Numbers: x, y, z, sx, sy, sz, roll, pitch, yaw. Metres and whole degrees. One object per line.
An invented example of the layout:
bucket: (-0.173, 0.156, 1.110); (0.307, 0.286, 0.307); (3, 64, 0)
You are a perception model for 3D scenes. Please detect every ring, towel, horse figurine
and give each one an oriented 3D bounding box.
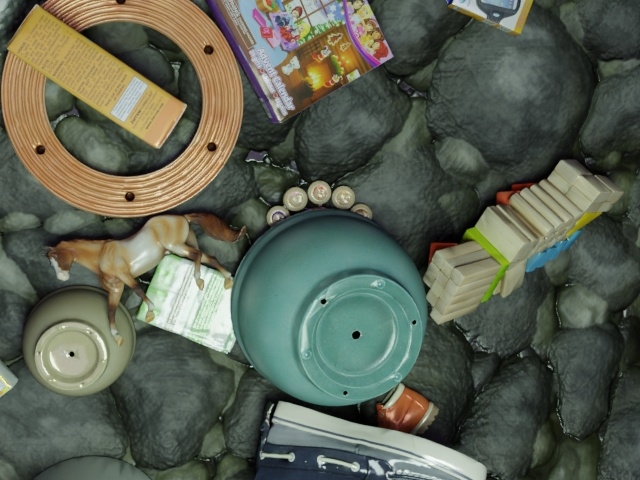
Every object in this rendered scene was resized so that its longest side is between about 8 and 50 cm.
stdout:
ring: (-0.279, -0.201, 1.140); (0.336, 0.032, 0.337); (-1, 96, -11)
towel: (-0.186, 0.093, 1.198); (0.152, 0.023, 0.113); (23, 90, -10)
horse figurine: (-0.237, 0.028, 1.130); (0.263, 0.066, 0.174); (-29, 64, -14)

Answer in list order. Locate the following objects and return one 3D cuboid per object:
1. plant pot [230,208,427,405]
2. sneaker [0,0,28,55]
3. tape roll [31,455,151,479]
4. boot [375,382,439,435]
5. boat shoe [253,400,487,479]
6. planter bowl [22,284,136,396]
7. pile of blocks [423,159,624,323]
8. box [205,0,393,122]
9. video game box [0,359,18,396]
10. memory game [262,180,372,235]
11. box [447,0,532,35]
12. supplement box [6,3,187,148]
plant pot: (0.031, 0.113, 1.134); (0.293, 0.196, 0.293); (-3, 101, -15)
sneaker: (-0.487, -0.274, 1.056); (0.115, 0.105, 0.281); (31, 89, -9)
tape roll: (-0.337, 0.454, 1.135); (0.246, 0.169, 0.246); (-1, 97, -9)
boot: (0.106, 0.301, 1.257); (0.084, 0.059, 0.158); (39, 82, -7)
boat shoe: (0.058, 0.354, 1.154); (0.340, 0.127, 0.158); (11, 67, 17)
planter bowl: (-0.347, 0.152, 1.128); (0.162, 0.109, 0.162); (-1, 97, -10)
pile of blocks: (0.295, -0.011, 1.241); (0.362, 0.149, 0.113); (-30, 58, -15)
box: (-0.049, -0.342, 1.126); (0.201, 0.057, 0.293); (-33, 108, -11)
video game box: (-0.572, 0.186, 1.124); (0.187, 0.048, 0.205); (-39, 101, -1)
memory game: (0.000, 0.000, 1.222); (0.186, 0.012, 0.186); (-1, 97, -10)
box: (0.257, -0.378, 1.217); (0.136, 0.028, 0.081); (19, 93, -14)
supplement box: (-0.298, -0.218, 1.079); (0.233, 0.078, 0.080); (32, 90, -13)
